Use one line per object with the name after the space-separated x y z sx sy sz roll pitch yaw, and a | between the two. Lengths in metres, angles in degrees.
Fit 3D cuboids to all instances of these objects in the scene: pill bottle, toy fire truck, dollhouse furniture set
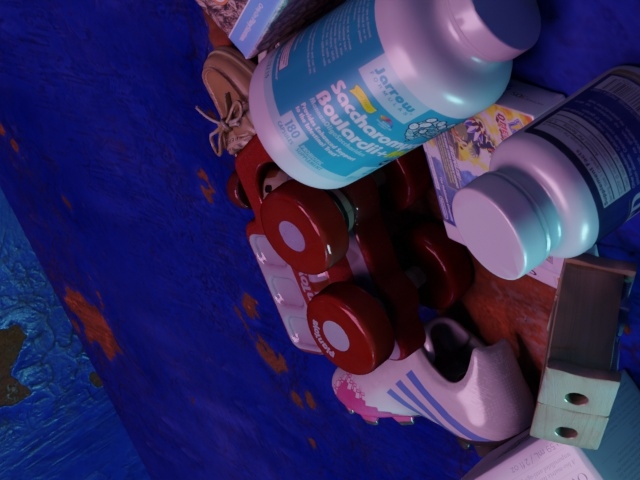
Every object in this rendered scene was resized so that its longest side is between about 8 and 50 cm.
0.067 -0.155 1.372 0.264 0.146 0.146 -28 95 43 | pill bottle
0.000 0.000 1.688 0.254 0.169 0.302 3 123 50 | toy fire truck
0.293 0.113 1.391 0.183 0.129 0.129 11 146 7 | dollhouse furniture set
0.201 -0.051 1.244 0.112 0.186 0.112 44 155 27 | pill bottle

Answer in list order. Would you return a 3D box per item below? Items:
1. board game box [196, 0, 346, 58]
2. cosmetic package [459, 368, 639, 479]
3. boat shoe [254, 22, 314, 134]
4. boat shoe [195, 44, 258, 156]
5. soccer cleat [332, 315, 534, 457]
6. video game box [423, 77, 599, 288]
-0.073 -0.354 1.370 0.291 0.141 0.232 48 144 8 | board game box
0.265 0.290 1.538 0.225 0.138 0.224 53 133 5 | cosmetic package
-0.024 -0.147 1.704 0.068 0.081 0.228 45 152 35 | boat shoe
-0.064 -0.099 1.839 0.285 0.089 0.104 56 158 1 | boat shoe
0.122 0.144 1.783 0.331 0.116 0.143 9 118 54 | soccer cleat
0.172 -0.064 1.470 0.187 0.048 0.205 25 142 48 | video game box
